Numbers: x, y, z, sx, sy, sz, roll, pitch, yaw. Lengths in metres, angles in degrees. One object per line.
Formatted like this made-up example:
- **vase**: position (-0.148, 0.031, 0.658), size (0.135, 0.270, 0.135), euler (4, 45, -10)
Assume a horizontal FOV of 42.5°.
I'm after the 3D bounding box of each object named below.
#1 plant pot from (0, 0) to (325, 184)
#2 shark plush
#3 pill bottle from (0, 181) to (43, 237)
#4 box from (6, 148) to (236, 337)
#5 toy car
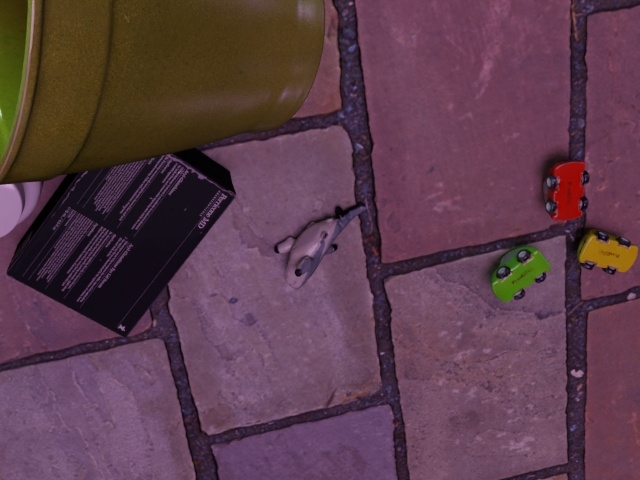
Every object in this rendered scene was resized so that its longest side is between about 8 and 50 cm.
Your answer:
- **plant pot**: position (-0.197, -0.236, 0.875), size (0.353, 0.366, 0.366), euler (-4, 119, -38)
- **shark plush**: position (0.000, 0.000, 1.226), size (0.161, 0.073, 0.067), euler (-53, 137, -8)
- **pill bottle**: position (-0.392, -0.086, 0.985), size (0.121, 0.216, 0.121), euler (-5, 116, -11)
- **box**: position (-0.266, -0.026, 1.108), size (0.184, 0.103, 0.261), euler (35, 104, -22)
- **toy car**: position (0.357, 0.008, 1.292), size (0.225, 0.053, 0.239), euler (-38, 117, 8)
